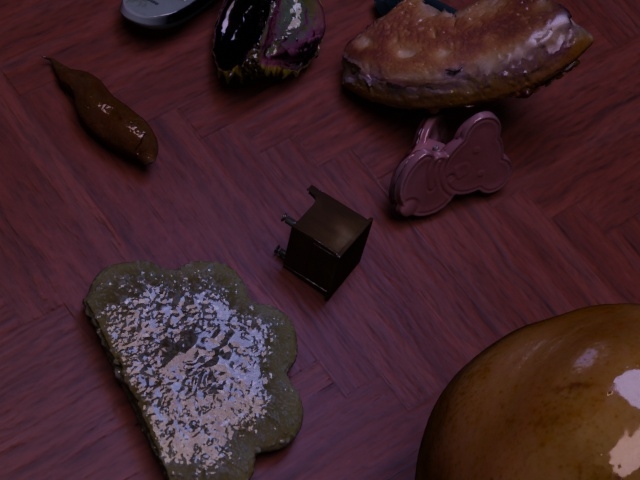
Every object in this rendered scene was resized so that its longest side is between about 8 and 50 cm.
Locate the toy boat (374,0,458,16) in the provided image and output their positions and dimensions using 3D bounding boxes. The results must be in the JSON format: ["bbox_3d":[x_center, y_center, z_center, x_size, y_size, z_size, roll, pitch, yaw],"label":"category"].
[{"bbox_3d":[0.128,-0.270,2.031,0.141,0.060,0.055,28,59,9],"label":"toy boat"}]

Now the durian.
[{"bbox_3d":[-0.055,-0.244,1.964,0.108,0.119,0.187,37,64,-37],"label":"durian"}]

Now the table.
[{"bbox_3d":[0.000,0.000,1.832,0.082,0.083,0.070,32,55,13],"label":"table"}]

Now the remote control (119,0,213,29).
[{"bbox_3d":[-0.142,-0.324,1.997,0.097,0.045,0.256,30,54,27],"label":"remote control"}]

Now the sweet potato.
[{"bbox_3d":[-0.252,-0.152,1.875,0.056,0.056,0.195,-33,67,-27],"label":"sweet potato"}]

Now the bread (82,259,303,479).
[{"bbox_3d":[-0.119,0.125,1.748,0.207,0.056,0.287,-24,70,-23],"label":"bread"}]

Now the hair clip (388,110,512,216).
[{"bbox_3d":[0.148,-0.082,1.902,0.102,0.123,0.138,13,48,28],"label":"hair clip"}]

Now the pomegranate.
[{"bbox_3d":[0.275,0.273,1.569,0.416,0.417,0.417,6,60,-11],"label":"pomegranate"}]

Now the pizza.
[{"bbox_3d":[0.169,-0.218,1.939,0.305,0.086,0.161,-7,52,20],"label":"pizza"}]
